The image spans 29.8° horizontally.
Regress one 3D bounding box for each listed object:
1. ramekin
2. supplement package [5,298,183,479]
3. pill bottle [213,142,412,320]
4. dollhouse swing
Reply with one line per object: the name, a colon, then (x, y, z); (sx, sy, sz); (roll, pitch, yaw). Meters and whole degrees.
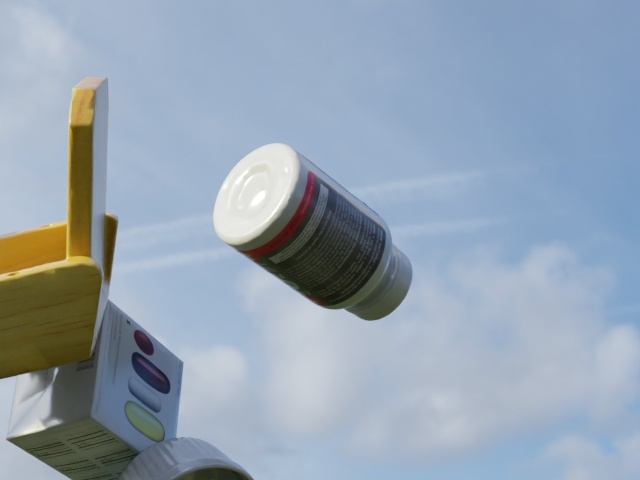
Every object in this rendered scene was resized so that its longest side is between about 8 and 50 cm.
ramekin: (-0.194, 0.371, 1.663); (0.207, 0.207, 0.109); (24, 8, -38)
supplement package: (-0.317, 0.226, 1.728); (0.149, 0.194, 0.203); (-16, -38, 22)
pill bottle: (0.000, 0.000, 1.870); (0.176, 0.176, 0.318); (-13, -37, 41)
dollhouse swing: (-0.391, -0.021, 1.502); (0.315, 0.305, 0.347); (-13, 13, -3)
